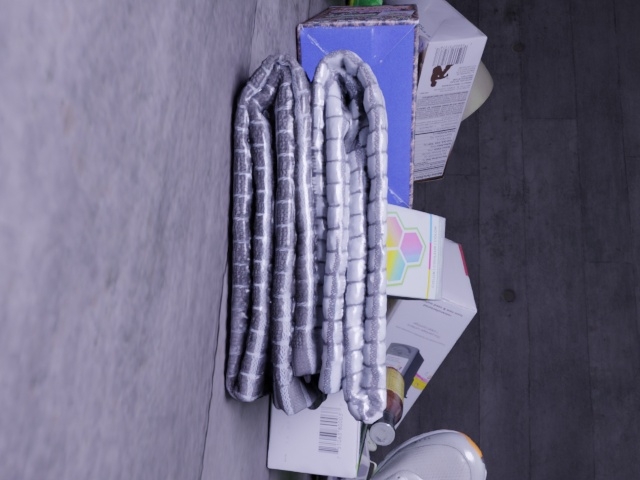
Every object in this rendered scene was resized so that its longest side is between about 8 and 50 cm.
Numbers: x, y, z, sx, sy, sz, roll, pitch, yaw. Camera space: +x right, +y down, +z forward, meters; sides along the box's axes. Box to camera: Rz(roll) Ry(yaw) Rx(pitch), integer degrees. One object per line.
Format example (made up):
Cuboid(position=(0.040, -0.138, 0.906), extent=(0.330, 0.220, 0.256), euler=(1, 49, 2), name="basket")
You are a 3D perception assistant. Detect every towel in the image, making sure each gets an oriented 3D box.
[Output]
Cuboid(position=(0.000, 0.000, 0.525), extent=(0.235, 0.121, 0.284), euler=(9, 81, -83), name="towel")

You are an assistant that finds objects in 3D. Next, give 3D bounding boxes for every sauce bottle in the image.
Cuboid(position=(0.070, 0.181, 0.634), extent=(0.128, 0.042, 0.042), euler=(-48, 139, -73), name="sauce bottle")

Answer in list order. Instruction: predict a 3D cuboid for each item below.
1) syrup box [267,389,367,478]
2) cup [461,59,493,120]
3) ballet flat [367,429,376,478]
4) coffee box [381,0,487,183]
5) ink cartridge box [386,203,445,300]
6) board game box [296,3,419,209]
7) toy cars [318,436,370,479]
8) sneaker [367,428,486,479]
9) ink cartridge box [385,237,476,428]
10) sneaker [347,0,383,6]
Cuboid(position=(0.010, 0.192, 0.693), extent=(0.237, 0.096, 0.093), euler=(14, 79, -80), name="syrup box")
Cuboid(position=(0.217, -0.414, 1.401), extent=(0.237, 0.331, 0.331), euler=(56, 26, -28), name="cup")
Cuboid(position=(0.113, 0.580, 1.551), extent=(0.091, 0.077, 0.241), euler=(55, 37, -75), name="ballet flat")
Cuboid(position=(0.175, -0.268, 1.064), extent=(0.297, 0.118, 0.168), euler=(98, -27, -46), name="coffee box")
Cuboid(position=(0.061, 0.011, 0.698), extent=(0.209, 0.062, 0.109), euler=(11, 79, -39), name="ink cartridge box")
Cuboid(position=(0.065, -0.203, 0.821), extent=(0.291, 0.141, 0.232), euler=(-71, 161, -64), name="board game box")
Cuboid(position=(0.052, 0.228, 0.904), extent=(0.176, 0.087, 0.394), euler=(123, -29, -78), name="toy cars")
Cuboid(position=(0.044, 0.276, 0.530), extent=(0.099, 0.262, 0.121), euler=(51, 5, 19), name="sneaker")
Cuboid(position=(0.145, 0.154, 1.064), extent=(0.226, 0.131, 0.306), euler=(-81, -167, -60), name="ink cartridge box")
Cuboid(position=(0.120, -0.452, 1.204), extent=(0.296, 0.123, 0.109), euler=(83, 13, -44), name="sneaker")
